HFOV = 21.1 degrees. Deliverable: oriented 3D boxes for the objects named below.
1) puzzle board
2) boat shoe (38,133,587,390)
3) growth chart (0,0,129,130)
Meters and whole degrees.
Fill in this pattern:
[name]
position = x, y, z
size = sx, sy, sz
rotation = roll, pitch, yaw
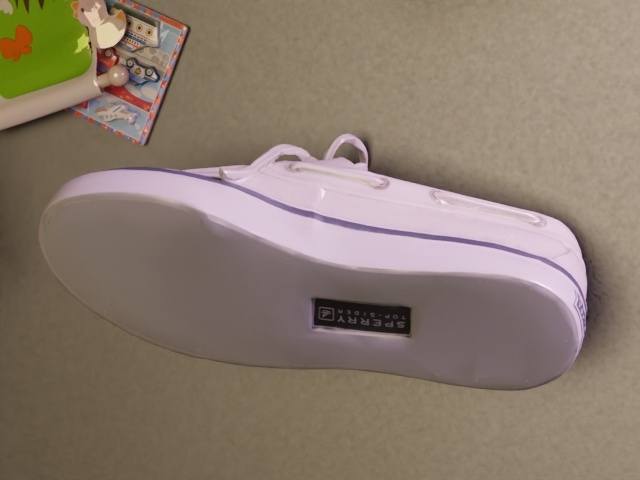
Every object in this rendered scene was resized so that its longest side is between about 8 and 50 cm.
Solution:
[puzzle board]
position = -0.170, -0.140, 1.290
size = 0.128, 0.011, 0.096
rotation = 26, 103, 17
[boat shoe]
position = 0.002, -0.007, 1.170
size = 0.367, 0.156, 0.136
rotation = 7, 125, 9
[growth chart]
position = -0.242, -0.197, 1.300
size = 0.172, 0.021, 0.237
rotation = -25, 82, 21
